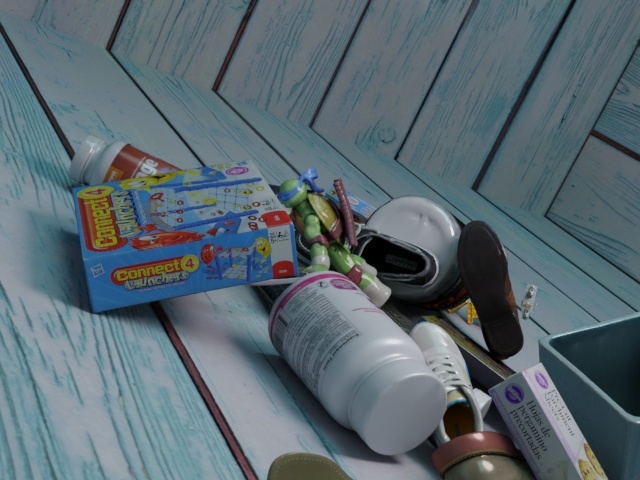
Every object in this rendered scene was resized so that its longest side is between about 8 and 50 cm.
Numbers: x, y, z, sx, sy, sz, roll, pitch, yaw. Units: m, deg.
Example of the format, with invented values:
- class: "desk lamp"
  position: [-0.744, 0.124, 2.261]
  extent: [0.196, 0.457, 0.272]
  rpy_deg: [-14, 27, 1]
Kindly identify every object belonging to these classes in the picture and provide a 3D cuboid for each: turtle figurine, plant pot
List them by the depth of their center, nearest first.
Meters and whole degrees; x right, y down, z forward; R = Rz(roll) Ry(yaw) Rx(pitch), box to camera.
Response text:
- class: "plant pot"
  position: [0.502, 0.293, 1.676]
  extent: [0.247, 0.252, 0.247]
  rpy_deg: [-12, 29, -20]
- class: "turtle figurine"
  position: [-0.025, 0.040, 1.850]
  extent: [0.266, 0.275, 0.197]
  rpy_deg: [43, -27, -25]

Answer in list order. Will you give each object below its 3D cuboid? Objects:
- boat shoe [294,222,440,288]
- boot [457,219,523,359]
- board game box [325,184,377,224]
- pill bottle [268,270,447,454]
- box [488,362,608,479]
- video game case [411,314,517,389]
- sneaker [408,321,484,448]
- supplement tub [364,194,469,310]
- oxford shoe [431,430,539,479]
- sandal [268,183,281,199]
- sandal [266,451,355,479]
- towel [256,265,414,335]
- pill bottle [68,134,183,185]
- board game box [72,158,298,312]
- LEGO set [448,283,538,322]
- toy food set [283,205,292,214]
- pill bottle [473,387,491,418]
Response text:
- class: "boat shoe"
  position: [0.071, 0.023, 2.012]
  extent: [0.306, 0.113, 0.105]
  rpy_deg: [20, -2, 21]
- class: "boot"
  position: [0.333, 0.103, 2.073]
  extent: [0.280, 0.096, 0.264]
  rpy_deg: [42, 25, -81]
- class: "board game box"
  position: [0.107, -0.023, 2.433]
  extent: [0.211, 0.039, 0.160]
  rpy_deg: [33, -26, 22]
- class: "pill bottle"
  position: [0.052, 0.176, 1.549]
  extent: [0.160, 0.160, 0.283]
  rpy_deg: [15, 18, -37]
- class: "box"
  position: [0.336, 0.321, 1.407]
  extent: [0.067, 0.063, 0.324]
  rpy_deg: [-8, 66, -53]
- class: "video game case"
  position: [0.296, 0.228, 1.906]
  extent: [0.275, 0.035, 0.248]
  rpy_deg: [37, 5, 13]
- class: "sneaker"
  position: [0.188, 0.218, 1.557]
  extent: [0.092, 0.087, 0.229]
  rpy_deg: [90, -17, -64]
- class: "supplement tub"
  position: [0.221, 0.035, 2.195]
  extent: [0.207, 0.207, 0.338]
  rpy_deg: [32, 3, 22]
- class: "oxford shoe"
  position: [0.291, 0.359, 1.481]
  extent: [0.348, 0.123, 0.130]
  rpy_deg: [16, 43, -40]
- class: "sandal"
  position: [-0.159, -0.095, 2.318]
  extent: [0.097, 0.054, 0.254]
  rpy_deg: [-25, 25, -22]
- class: "sandal"
  position: [0.006, 0.301, 1.241]
  extent: [0.240, 0.088, 0.079]
  rpy_deg: [24, -19, -38]
- class: "towel"
  position: [0.033, 0.133, 1.930]
  extent: [0.324, 0.056, 0.312]
  rpy_deg: [17, 14, -26]
- class: "pill bottle"
  position: [-0.345, -0.108, 1.954]
  extent: [0.216, 0.121, 0.121]
  rpy_deg: [26, 14, 1]
- class: "board game box"
  position: [-0.217, -0.018, 1.635]
  extent: [0.301, 0.086, 0.308]
  rpy_deg: [-10, 24, -13]
- class: "LEGO set"
  position: [0.343, 0.116, 2.389]
  extent: [0.287, 0.132, 0.107]
  rpy_deg: [22, 2, 18]
- class: "toy food set"
  position: [0.000, 0.000, 2.289]
  extent: [0.219, 0.092, 0.306]
  rpy_deg: [37, 15, -3]
- class: "pill bottle"
  position: [0.171, 0.232, 1.664]
  extent: [0.180, 0.108, 0.108]
  rpy_deg: [32, 15, 20]
